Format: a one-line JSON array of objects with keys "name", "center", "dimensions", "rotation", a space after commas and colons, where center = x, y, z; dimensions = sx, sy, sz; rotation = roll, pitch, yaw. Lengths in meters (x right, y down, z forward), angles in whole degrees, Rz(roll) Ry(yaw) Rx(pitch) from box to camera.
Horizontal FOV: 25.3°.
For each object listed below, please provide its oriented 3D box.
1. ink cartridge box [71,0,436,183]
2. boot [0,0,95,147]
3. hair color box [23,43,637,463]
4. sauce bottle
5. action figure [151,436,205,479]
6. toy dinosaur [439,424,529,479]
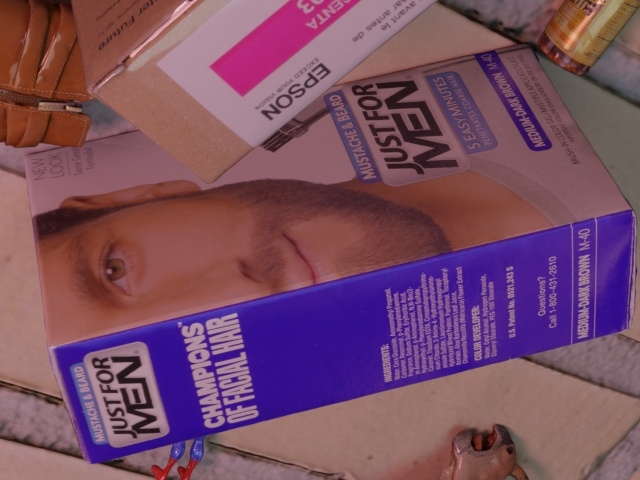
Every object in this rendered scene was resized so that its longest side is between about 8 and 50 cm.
[{"name": "ink cartridge box", "center": [-0.012, -0.170, 0.693], "dimensions": [0.234, 0.193, 0.088], "rotation": [-37, 129, 15]}, {"name": "boot", "center": [-0.185, -0.130, 0.791], "dimensions": [0.152, 0.073, 0.197], "rotation": [7, 139, -20]}, {"name": "hair color box", "center": [0.000, 0.000, 0.878], "dimensions": [0.339, 0.185, 0.110], "rotation": [-15, 132, -5]}, {"name": "sauce bottle", "center": [0.187, -0.163, 0.893], "dimensions": [0.042, 0.042, 0.128], "rotation": [19, 119, -29]}, {"name": "action figure", "center": [-0.090, 0.131, 1.067], "dimensions": [0.038, 0.030, 0.115], "rotation": [14, 119, -33]}, {"name": "toy dinosaur", "center": [0.059, 0.296, 1.195], "dimensions": [0.200, 0.127, 0.296], "rotation": [3, 134, -27]}]
